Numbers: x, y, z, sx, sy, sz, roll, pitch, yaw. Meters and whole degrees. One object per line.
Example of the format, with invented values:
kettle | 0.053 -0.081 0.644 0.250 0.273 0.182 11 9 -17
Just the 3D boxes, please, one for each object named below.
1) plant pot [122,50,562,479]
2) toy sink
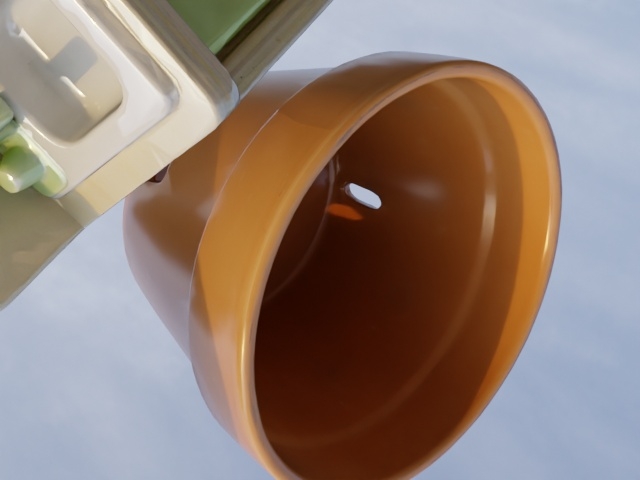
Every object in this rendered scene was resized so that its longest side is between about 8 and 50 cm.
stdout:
plant pot | 0.000 0.000 0.646 0.290 0.291 0.203 -33 -140 -29
toy sink | -0.098 -0.107 0.384 0.131 0.153 0.234 -27 -160 45
